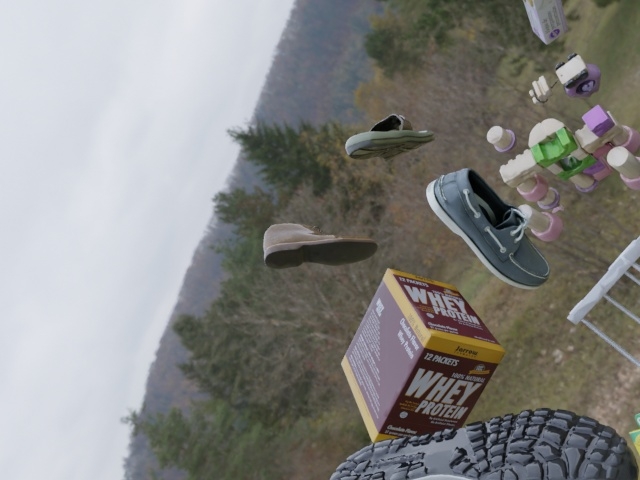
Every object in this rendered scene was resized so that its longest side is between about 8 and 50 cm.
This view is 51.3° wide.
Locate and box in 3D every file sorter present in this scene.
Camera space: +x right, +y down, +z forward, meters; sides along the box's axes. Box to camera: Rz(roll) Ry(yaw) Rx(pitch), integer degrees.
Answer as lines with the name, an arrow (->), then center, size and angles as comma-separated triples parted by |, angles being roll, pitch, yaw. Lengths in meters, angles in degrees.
file sorter -> 0.551, 0.047, 1.001 | 0.278, 0.173, 0.192 | -38, -23, -24

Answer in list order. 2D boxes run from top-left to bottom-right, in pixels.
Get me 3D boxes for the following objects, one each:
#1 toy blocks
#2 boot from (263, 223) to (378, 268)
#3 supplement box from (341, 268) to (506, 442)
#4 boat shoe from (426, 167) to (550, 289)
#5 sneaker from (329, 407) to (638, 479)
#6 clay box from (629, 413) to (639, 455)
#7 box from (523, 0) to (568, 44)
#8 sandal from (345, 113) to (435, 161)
toy blocks -> 0.574, -0.181, 1.497 | 0.289, 0.260, 0.308 | -36, 52, 34
boot -> 0.000, 0.000, 1.774 | 0.112, 0.306, 0.115 | 101, 164, -48
supplement box -> 0.147, 0.181, 1.021 | 0.191, 0.129, 0.194 | -116, 45, -60
boat shoe -> 0.347, -0.021, 1.283 | 0.099, 0.319, 0.116 | -36, 22, 43
sneaker -> 0.149, 0.236, 0.592 | 0.283, 0.124, 0.107 | -22, 6, 39
clay box -> 0.787, 0.488, 1.485 | 0.127, 0.053, 0.222 | -45, 60, 50
box -> 0.490, -0.570, 1.501 | 0.063, 0.067, 0.324 | -33, -32, 13
sandal -> 0.150, -0.224, 1.400 | 0.120, 0.086, 0.303 | -22, -6, 30
